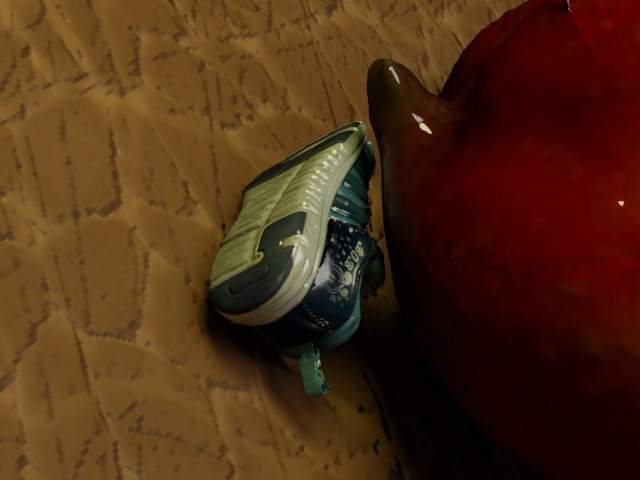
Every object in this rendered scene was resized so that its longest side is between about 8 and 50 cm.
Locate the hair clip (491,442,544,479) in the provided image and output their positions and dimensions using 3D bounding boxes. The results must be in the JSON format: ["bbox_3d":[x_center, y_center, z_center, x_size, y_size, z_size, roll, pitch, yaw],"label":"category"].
[{"bbox_3d":[0.131,0.129,0.834,0.137,0.022,0.054,38,34,-17],"label":"hair clip"}]

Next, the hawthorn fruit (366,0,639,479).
[{"bbox_3d":[0.184,0.004,0.761,0.311,0.295,0.295,-17,73,-22],"label":"hawthorn fruit"}]

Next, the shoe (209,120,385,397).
[{"bbox_3d":[0.000,0.000,0.739,0.071,0.064,0.143,53,29,-23],"label":"shoe"}]
